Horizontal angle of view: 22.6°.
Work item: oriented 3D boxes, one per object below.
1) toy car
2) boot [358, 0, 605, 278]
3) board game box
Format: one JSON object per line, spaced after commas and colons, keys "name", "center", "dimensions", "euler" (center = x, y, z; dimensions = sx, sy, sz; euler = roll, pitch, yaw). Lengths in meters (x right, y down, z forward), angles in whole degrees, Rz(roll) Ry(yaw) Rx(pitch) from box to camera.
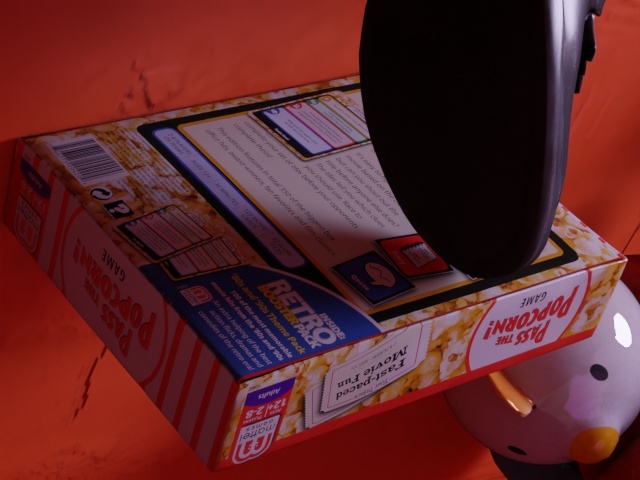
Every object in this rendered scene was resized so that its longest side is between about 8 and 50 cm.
{"name": "toy car", "center": [0.146, 0.083, 0.838], "dimensions": [0.238, 0.210, 0.219], "euler": [16, 126, -39]}
{"name": "boot", "center": [0.127, -0.125, 0.609], "dimensions": [0.229, 0.091, 0.263], "euler": [-9, 103, -41]}
{"name": "board game box", "center": [0.000, 0.000, 0.618], "dimensions": [0.193, 0.147, 0.045], "euler": [-15, 136, -37]}
